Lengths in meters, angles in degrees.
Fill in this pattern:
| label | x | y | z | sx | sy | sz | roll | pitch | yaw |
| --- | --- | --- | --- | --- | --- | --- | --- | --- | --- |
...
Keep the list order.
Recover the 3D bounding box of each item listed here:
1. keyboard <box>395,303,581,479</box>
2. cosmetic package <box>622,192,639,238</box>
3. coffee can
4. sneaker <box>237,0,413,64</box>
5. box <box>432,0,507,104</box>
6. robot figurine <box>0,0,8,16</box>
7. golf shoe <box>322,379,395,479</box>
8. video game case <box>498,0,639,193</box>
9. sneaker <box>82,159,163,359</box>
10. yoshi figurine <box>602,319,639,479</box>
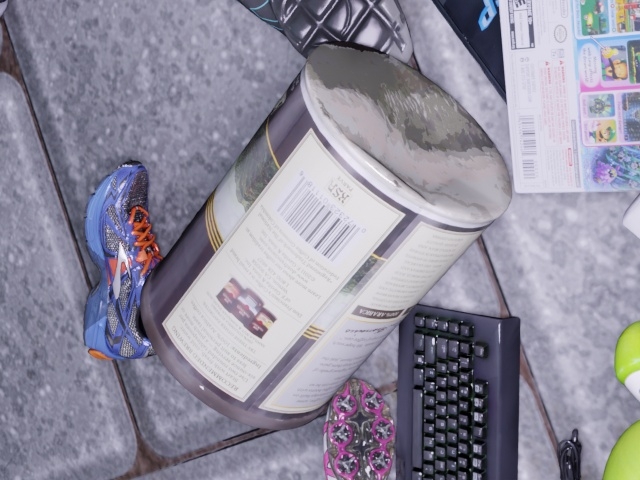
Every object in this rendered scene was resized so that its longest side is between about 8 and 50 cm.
| label | x | y | z | sx | sy | sz | roll | pitch | yaw |
| --- | --- | --- | --- | --- | --- | --- | --- | --- | --- |
| keyboard | 0.146 | 0.220 | 1.056 | 0.201 | 0.033 | 0.317 | 6 | 101 | 37 |
| cosmetic package | 0.381 | 0.026 | 0.647 | 0.385 | 0.156 | 0.217 | 43 | 159 | 6 |
| coffee can | 0.000 | 0.000 | 1.028 | 0.201 | 0.201 | 0.275 | 52 | 123 | 20 |
| sneaker | -0.025 | -0.237 | 1.086 | 0.267 | 0.106 | 0.101 | 39 | 97 | 5 |
| box | 0.182 | -0.229 | 0.907 | 0.220 | 0.051 | 0.175 | -56 | 40 | 29 |
| robot figurine | -0.387 | -0.348 | 1.301 | 0.173 | 0.209 | 0.278 | 34 | 118 | 5 |
| golf shoe | 0.033 | 0.224 | 1.120 | 0.086 | 0.067 | 0.186 | 132 | 134 | -67 |
| video game case | 0.198 | -0.111 | 0.839 | 0.143 | 0.019 | 0.157 | 0 | 103 | 29 |
| sneaker | -0.193 | 0.024 | 1.271 | 0.087 | 0.083 | 0.221 | 10 | 109 | 23 |
| yoshi figurine | 0.308 | 0.204 | 0.748 | 0.362 | 0.203 | 0.203 | 42 | 110 | 1 |
